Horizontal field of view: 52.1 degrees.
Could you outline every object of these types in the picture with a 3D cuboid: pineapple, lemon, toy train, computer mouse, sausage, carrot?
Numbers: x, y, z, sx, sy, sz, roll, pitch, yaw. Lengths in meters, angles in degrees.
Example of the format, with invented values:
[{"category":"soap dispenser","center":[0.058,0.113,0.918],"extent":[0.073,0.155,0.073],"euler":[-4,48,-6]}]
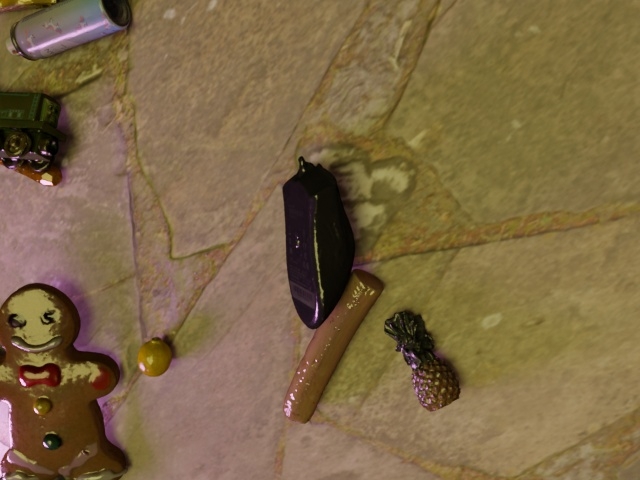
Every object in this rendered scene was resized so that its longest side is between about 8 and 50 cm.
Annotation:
[{"category":"pineapple","center":[0.155,0.183,1.018],"extent":[0.074,0.074,0.159],"euler":[-31,83,25]},{"category":"lemon","center":[-0.305,0.214,1.205],"extent":[0.062,0.062,0.083],"euler":[14,109,18]},{"category":"toy train","center":[-0.558,-0.201,1.164],"extent":[0.226,0.090,0.137],"euler":[5,78,15]},{"category":"computer mouse","center":[0.000,0.000,1.007],"extent":[0.147,0.088,0.263],"euler":[-157,59,-63]},{"category":"sausage","center":[0.012,0.179,1.073],"extent":[0.066,0.066,0.301],"euler":[31,111,11]},{"category":"carrot","center":[-0.554,-0.141,1.217],"extent":[0.171,0.042,0.042],"euler":[21,111,15]}]

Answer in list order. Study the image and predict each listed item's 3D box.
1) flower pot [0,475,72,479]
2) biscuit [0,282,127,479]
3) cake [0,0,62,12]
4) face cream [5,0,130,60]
[{"category":"flower pot","center":[-0.647,0.576,1.367],"extent":[0.213,0.203,0.212],"euler":[5,103,23]},{"category":"biscuit","center":[-0.530,0.293,1.260],"extent":[0.283,0.064,0.431],"euler":[-1,106,-2]},{"category":"cake","center":[-0.529,-0.443,1.108],"extent":[0.185,0.080,0.116],"euler":[8,110,24]},{"category":"face cream","center":[-0.429,-0.356,1.092],"extent":[0.230,0.075,0.075],"euler":[-10,100,24]}]
